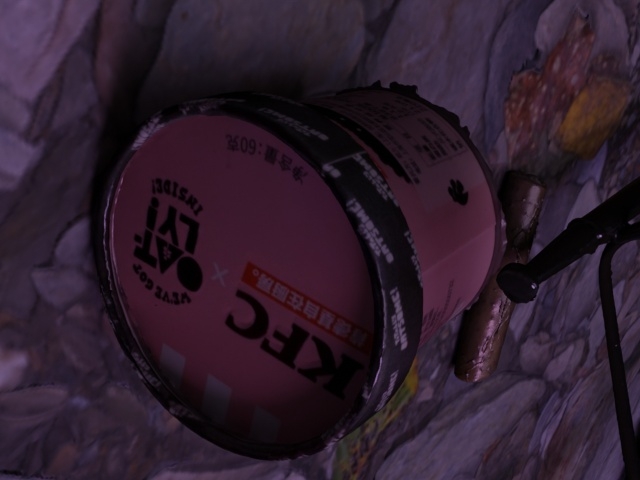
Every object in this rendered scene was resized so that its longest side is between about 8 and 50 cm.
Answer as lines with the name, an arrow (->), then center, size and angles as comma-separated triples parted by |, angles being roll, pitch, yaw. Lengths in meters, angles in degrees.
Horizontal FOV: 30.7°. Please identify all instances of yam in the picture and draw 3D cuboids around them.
yam -> 0.119, 0.026, 0.772 | 0.032, 0.032, 0.145 | -8, 117, -49

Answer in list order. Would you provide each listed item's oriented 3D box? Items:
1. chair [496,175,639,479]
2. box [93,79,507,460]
chair -> 0.399, 0.055, 0.847 | 0.410, 0.362, 0.364 | -52, 136, -38
box -> 0.000, 0.000, 0.514 | 0.135, 0.151, 0.151 | -27, 132, -49
